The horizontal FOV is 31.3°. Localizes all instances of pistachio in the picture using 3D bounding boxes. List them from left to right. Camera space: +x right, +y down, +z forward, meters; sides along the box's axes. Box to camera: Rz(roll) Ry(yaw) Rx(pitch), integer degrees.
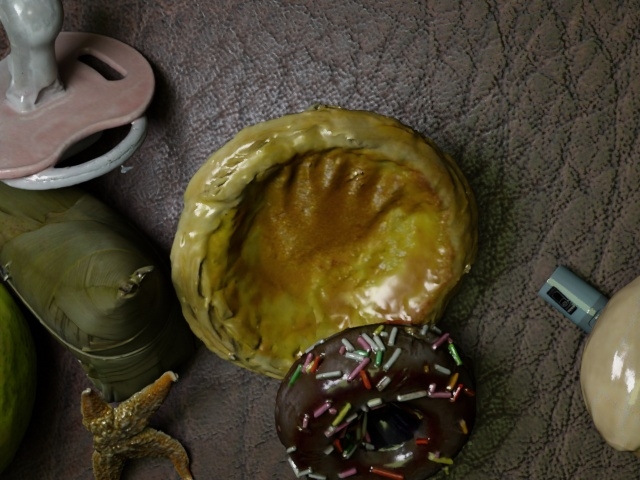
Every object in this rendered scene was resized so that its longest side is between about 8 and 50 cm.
[{"bbox_3d":[0.396,0.146,1.372,0.157,0.157,0.229,13,88,12],"label":"pistachio"}]

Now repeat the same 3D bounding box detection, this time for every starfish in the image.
[{"bbox_3d":[-0.244,0.267,1.534,0.138,0.050,0.247,-5,131,-2],"label":"starfish"}]

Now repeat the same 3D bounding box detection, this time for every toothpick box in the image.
[{"bbox_3d":[0.322,0.074,1.442,0.083,0.052,0.052,38,98,11],"label":"toothpick box"}]

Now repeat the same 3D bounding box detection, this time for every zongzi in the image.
[{"bbox_3d":[-0.349,-0.019,1.449,0.447,0.418,0.181,43,74,10],"label":"zongzi"}]

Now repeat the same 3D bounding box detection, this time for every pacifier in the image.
[{"bbox_3d":[-0.371,-0.200,1.484,0.220,0.332,0.273,-1,118,52],"label":"pacifier"}]

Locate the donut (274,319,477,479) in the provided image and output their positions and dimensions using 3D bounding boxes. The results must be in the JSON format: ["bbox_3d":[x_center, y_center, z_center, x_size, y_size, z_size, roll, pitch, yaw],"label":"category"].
[{"bbox_3d":[0.073,0.216,1.409,0.270,0.103,0.269,-5,130,-6],"label":"donut"}]

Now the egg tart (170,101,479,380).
[{"bbox_3d":[0.000,0.000,1.416,0.388,0.169,0.388,-6,119,-10],"label":"egg tart"}]

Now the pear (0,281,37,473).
[{"bbox_3d":[-0.556,0.198,1.496,0.391,0.391,0.391,0,90,13],"label":"pear"}]
